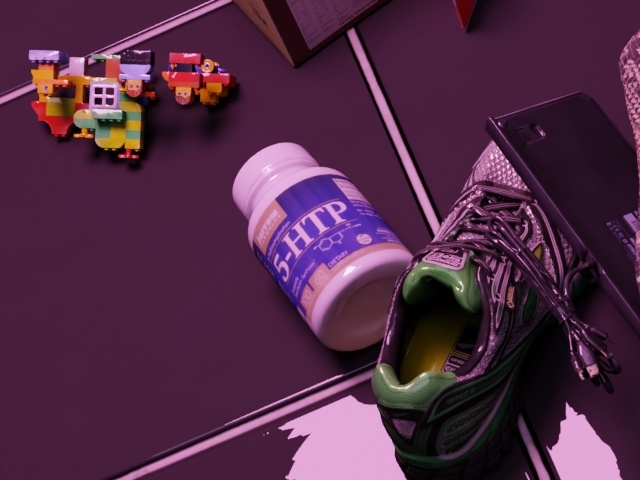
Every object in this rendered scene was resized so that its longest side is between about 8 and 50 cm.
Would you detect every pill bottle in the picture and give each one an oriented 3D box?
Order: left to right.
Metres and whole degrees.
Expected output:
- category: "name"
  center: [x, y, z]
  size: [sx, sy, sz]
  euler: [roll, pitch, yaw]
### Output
- category: "pill bottle"
  center: [0.000, 0.000, 1.590]
  size: [0.112, 0.112, 0.186]
  euler: [-35, 53, -5]

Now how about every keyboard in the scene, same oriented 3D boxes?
- category: "keyboard"
  center: [0.235, 0.018, 1.457]
  size: [0.201, 0.033, 0.317]
  euler: [-18, 63, -33]

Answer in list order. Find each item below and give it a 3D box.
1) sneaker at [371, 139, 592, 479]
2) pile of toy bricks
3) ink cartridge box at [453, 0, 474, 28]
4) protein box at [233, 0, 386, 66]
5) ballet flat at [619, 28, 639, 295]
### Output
- category: "sneaker"
  center: [0.143, 0.031, 1.497]
  size: [0.134, 0.146, 0.343]
  euler: [8, 59, 24]
- category: "pile of toy bricks"
  center: [-0.198, -0.133, 1.770]
  size: [0.212, 0.118, 0.105]
  euler: [2, 90, 11]
- category: "ink cartridge box"
  center: [0.122, -0.338, 1.761]
  size: [0.078, 0.134, 0.231]
  euler: [4, 58, 21]
- category: "protein box"
  center: [-0.051, -0.324, 1.771]
  size: [0.136, 0.201, 0.200]
  euler: [-36, 53, -6]
- category: "ballet flat"
  center: [0.333, -0.032, 1.397]
  size: [0.164, 0.182, 0.483]
  euler: [9, 52, -13]
